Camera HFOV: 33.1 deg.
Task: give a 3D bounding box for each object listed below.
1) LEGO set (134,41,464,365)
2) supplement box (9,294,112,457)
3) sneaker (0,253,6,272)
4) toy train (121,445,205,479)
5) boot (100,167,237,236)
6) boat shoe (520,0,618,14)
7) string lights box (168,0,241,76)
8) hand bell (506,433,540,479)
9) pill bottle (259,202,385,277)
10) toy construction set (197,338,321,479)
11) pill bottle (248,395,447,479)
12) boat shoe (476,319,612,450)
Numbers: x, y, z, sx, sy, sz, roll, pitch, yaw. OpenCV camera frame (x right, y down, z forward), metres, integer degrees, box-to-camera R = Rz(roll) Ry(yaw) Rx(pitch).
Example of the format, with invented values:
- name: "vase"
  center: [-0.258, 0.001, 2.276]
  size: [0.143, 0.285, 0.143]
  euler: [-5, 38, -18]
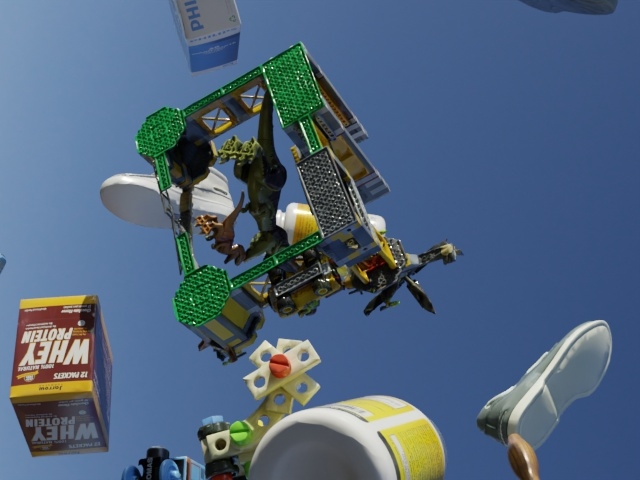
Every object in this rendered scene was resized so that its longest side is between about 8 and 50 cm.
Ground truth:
- name: "LEGO set"
  center: [-0.032, -0.019, 1.088]
  size: [0.255, 0.192, 0.331]
  euler: [-35, -130, 7]
- name: "supplement box"
  center: [-0.425, 0.226, 1.790]
  size: [0.191, 0.129, 0.194]
  euler: [91, -6, -49]
- name: "sneaker"
  center: [-0.570, 0.098, 1.834]
  size: [0.063, 0.073, 0.162]
  euler: [63, 44, -64]
- name: "toy train"
  center: [-0.190, 0.345, 1.305]
  size: [0.080, 0.105, 0.184]
  euler: [-13, -120, 21]
- name: "boot"
  center: [-0.268, -0.090, 1.879]
  size: [0.095, 0.258, 0.123]
  euler: [-44, -136, 34]
- name: "boat shoe"
  center: [0.324, -0.390, 1.531]
  size: [0.103, 0.118, 0.320]
  euler: [-66, -156, 6]
- name: "string lights box"
  center: [-0.164, -0.317, 1.471]
  size: [0.259, 0.076, 0.133]
  euler: [169, -95, -84]
- name: "hand bell"
  center: [0.285, 0.333, 1.417]
  size: [0.242, 0.126, 0.126]
  euler: [-97, -159, -64]
- name: "pill bottle"
  center: [0.000, 0.000, 1.876]
  size: [0.117, 0.214, 0.117]
  euler: [-171, -90, -87]
- name: "toy construction set"
  center: [-0.053, 0.281, 1.519]
  size: [0.328, 0.215, 0.151]
  euler: [73, 3, -48]
- name: "pill bottle"
  center: [0.055, 0.301, 1.408]
  size: [0.187, 0.334, 0.188]
  euler: [-2, -94, 22]
- name: "boat shoe"
  center: [0.373, 0.228, 1.778]
  size: [0.099, 0.319, 0.116]
  euler: [2, -58, 46]
